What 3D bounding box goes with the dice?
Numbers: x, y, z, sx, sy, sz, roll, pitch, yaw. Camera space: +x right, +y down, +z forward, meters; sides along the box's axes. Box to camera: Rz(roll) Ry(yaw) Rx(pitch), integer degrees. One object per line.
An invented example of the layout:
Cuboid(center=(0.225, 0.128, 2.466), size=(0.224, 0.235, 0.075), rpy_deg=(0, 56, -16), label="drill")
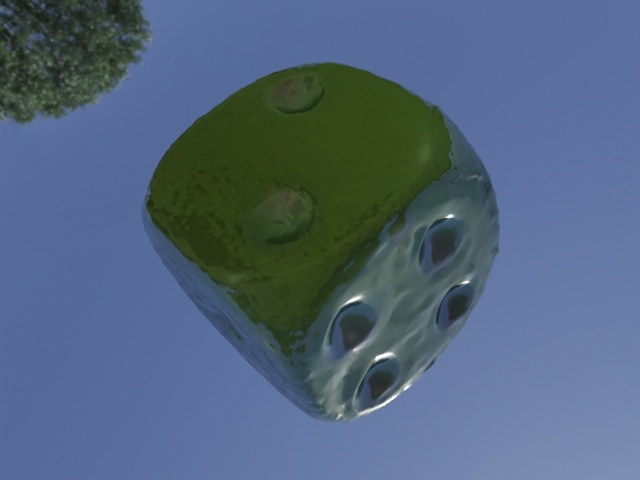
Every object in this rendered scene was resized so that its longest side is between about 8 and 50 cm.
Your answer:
Cuboid(center=(0.000, 0.000, 0.642), size=(0.250, 0.252, 0.254), rpy_deg=(-42, -126, -17), label="dice")
